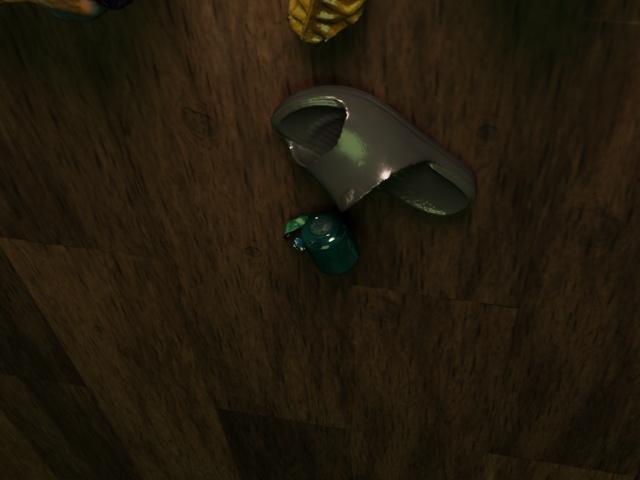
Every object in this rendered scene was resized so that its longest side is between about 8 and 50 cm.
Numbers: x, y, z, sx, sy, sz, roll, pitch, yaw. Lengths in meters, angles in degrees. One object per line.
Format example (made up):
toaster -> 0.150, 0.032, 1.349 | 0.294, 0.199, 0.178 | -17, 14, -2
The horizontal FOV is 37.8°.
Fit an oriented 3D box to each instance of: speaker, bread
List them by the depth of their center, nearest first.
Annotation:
bread -> 0.011, -0.221, 0.807 | 0.066, 0.060, 0.110 | 42, 147, 11
speaker -> 0.002, -0.004, 1.147 | 0.094, 0.060, 0.075 | 35, 163, 38

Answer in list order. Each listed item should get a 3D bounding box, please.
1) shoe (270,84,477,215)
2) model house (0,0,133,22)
shoe -> 0.059, -0.071, 0.982 | 0.241, 0.093, 0.108 | 27, 146, -22
model house -> -0.290, -0.300, 0.725 | 0.291, 0.184, 0.253 | 2, 154, 41
